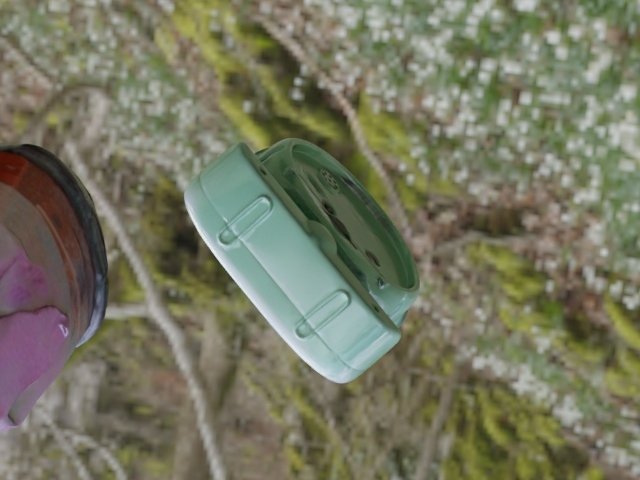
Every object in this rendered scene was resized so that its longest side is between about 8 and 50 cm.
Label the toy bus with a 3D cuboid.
[{"bbox_3d":[-0.264,0.029,0.764,0.303,0.127,0.147,0,-149,14],"label":"toy bus"}]

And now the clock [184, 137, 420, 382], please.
[{"bbox_3d":[0.000,0.000,1.013,0.159,0.066,0.211,50,-163,0],"label":"clock"}]
